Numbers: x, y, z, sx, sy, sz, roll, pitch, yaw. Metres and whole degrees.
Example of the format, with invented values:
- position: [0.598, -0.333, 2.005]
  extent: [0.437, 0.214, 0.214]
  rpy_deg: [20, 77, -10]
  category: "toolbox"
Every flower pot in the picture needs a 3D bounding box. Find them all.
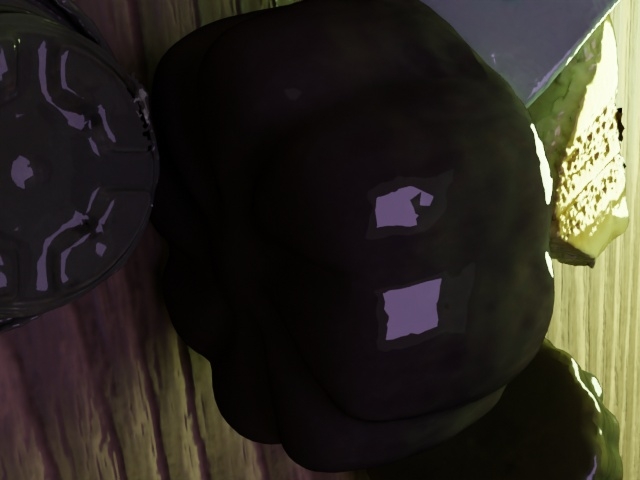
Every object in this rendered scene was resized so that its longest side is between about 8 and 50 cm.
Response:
- position: [-0.180, -0.042, 0.426]
  extent: [0.235, 0.141, 0.235]
  rpy_deg: [-11, 107, -42]
  category: "flower pot"

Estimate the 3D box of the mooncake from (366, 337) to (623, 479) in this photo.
- position: [0.164, 0.193, 0.733]
  extent: [0.124, 0.228, 0.228]
  rpy_deg: [40, 73, -48]
  category: "mooncake"

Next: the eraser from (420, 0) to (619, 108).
- position: [0.069, -0.232, 0.532]
  extent: [0.290, 0.104, 0.189]
  rpy_deg: [42, 63, -2]
  category: "eraser"

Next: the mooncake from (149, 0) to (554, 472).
- position: [0.000, 0.000, 0.504]
  extent: [0.154, 0.306, 0.306]
  rpy_deg: [-19, 112, -31]
  category: "mooncake"

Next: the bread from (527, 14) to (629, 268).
- position: [0.192, -0.084, 0.717]
  extent: [0.211, 0.184, 0.224]
  rpy_deg: [24, 85, -43]
  category: "bread"
